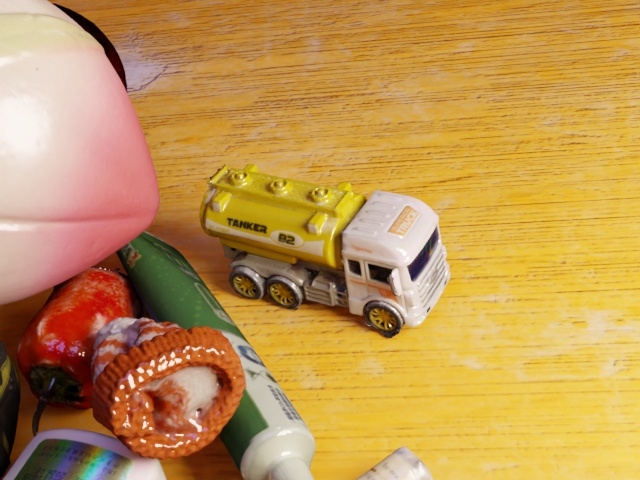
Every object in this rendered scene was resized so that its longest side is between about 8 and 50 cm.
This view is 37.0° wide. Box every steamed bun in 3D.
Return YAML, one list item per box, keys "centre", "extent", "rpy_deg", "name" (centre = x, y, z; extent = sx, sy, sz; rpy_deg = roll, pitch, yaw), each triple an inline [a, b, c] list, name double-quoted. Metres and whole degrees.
- centre: [-0.275, -0.073, 0.813]
  extent: [0.309, 0.309, 0.309]
  rpy_deg: [-6, 39, 5]
  name: "steamed bun"

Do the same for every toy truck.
- centre: [0.000, 0.000, 0.876]
  extent: [0.227, 0.114, 0.098]
  rpy_deg: [13, 44, 26]
  name: "toy truck"

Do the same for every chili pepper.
- centre: [-0.214, 0.100, 0.824]
  extent: [0.086, 0.084, 0.192]
  rpy_deg: [-11, 33, 15]
  name: "chili pepper"

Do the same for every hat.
- centre: [-0.135, 0.095, 0.729]
  extent: [0.112, 0.094, 0.162]
  rpy_deg: [-16, 26, -26]
  name: "hat"

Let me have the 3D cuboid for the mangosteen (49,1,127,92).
- centre: [-0.307, -0.130, 1.054]
  extent: [0.235, 0.235, 0.261]
  rpy_deg: [-30, 83, -23]
  name: "mangosteen"

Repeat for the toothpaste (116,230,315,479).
- centre: [-0.096, 0.090, 0.814]
  extent: [0.061, 0.098, 0.392]
  rpy_deg: [-52, 42, 9]
  name: "toothpaste"

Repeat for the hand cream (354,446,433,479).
- centre: [0.018, 0.201, 0.689]
  extent: [0.143, 0.039, 0.061]
  rpy_deg: [-33, 44, -20]
  name: "hand cream"

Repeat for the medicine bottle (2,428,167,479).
- centre: [-0.200, 0.234, 0.658]
  extent: [0.115, 0.078, 0.219]
  rpy_deg: [8, 41, 20]
  name: "medicine bottle"

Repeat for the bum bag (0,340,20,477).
- centre: [-0.273, 0.164, 0.715]
  extent: [0.060, 0.107, 0.232]
  rpy_deg: [4, 25, 6]
  name: "bum bag"
